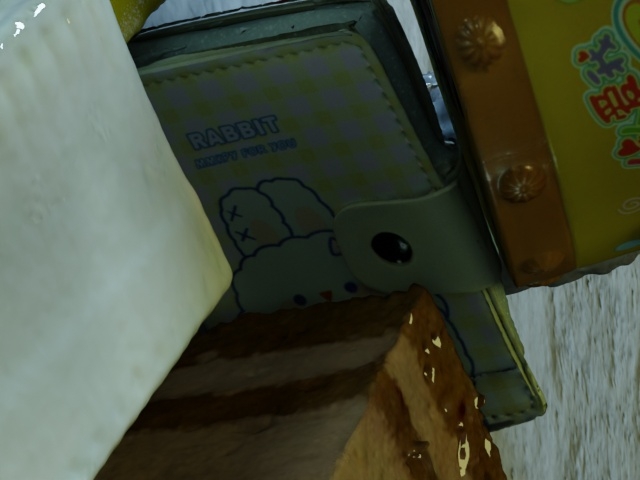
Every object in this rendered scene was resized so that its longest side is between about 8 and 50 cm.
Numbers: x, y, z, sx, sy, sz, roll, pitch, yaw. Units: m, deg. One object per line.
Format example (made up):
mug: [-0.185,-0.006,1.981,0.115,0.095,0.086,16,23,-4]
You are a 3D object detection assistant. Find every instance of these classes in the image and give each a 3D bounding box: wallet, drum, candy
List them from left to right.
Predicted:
candy: [-0.184,0.023,0.929,0.208,0.145,0.359,68,27,-22]
wallet: [0.000,0.000,1.242,0.309,0.223,0.077,65,30,-28]
drum: [0.151,-0.196,1.195,0.431,0.214,0.431,-19,90,-87]

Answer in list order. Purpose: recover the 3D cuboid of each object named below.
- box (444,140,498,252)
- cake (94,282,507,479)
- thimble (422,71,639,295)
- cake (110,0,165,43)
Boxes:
box: [0.037,-0.007,1.406,0.227,0.162,0.130,-32,121,-63]
cake: [-0.020,0.183,1.157,0.293,0.196,0.199,-59,135,-56]
thimble: [0.160,-0.061,1.593,0.205,0.236,0.172,-30,108,-57]
cake: [-0.162,-0.139,1.147,0.116,0.079,0.185,53,44,-24]
